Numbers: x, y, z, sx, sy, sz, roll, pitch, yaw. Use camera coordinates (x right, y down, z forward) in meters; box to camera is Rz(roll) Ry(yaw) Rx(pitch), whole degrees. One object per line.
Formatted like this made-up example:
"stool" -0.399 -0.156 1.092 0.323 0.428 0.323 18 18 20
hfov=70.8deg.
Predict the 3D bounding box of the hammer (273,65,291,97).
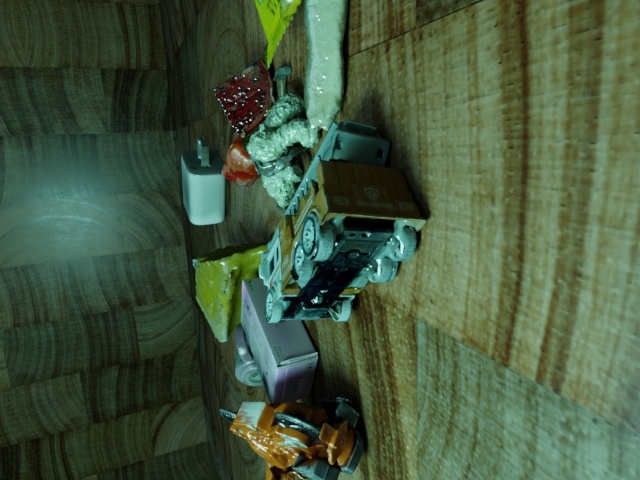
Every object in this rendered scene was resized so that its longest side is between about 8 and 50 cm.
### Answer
"hammer" -0.073 -0.243 0.876 0.062 0.017 0.182 -140 46 -58

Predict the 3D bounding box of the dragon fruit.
"dragon fruit" -0.151 -0.301 0.964 0.161 0.120 0.127 -115 0 -72

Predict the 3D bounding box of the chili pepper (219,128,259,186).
"chili pepper" -0.163 -0.194 1.015 0.084 0.086 0.192 49 137 8

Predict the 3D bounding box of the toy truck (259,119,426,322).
"toy truck" 0.000 0.000 0.646 0.338 0.132 0.185 124 144 -53

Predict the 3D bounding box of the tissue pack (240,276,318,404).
"tissue pack" -0.096 0.208 0.975 0.246 0.092 0.149 -121 31 -43

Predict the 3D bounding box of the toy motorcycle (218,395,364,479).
"toy motorcycle" -0.044 0.360 0.809 0.325 0.221 0.148 -24 34 51

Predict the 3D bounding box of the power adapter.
"power adapter" -0.384 -0.205 1.481 0.187 0.124 0.255 53 143 46

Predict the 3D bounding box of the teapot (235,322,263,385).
"teapot" -0.172 0.274 1.124 0.116 0.148 0.146 -44 40 26

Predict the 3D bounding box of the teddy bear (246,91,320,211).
"teddy bear" -0.078 -0.142 0.798 0.213 0.111 0.133 106 151 -41

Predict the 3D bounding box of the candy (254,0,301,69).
"candy" -0.063 -0.443 0.684 0.187 0.081 0.298 150 119 -73

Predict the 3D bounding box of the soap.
"soap" -0.241 0.043 1.170 0.304 0.169 0.339 54 145 30

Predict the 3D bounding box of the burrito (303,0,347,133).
"burrito" 0.005 -0.288 0.627 0.082 0.059 0.276 -127 36 -68
